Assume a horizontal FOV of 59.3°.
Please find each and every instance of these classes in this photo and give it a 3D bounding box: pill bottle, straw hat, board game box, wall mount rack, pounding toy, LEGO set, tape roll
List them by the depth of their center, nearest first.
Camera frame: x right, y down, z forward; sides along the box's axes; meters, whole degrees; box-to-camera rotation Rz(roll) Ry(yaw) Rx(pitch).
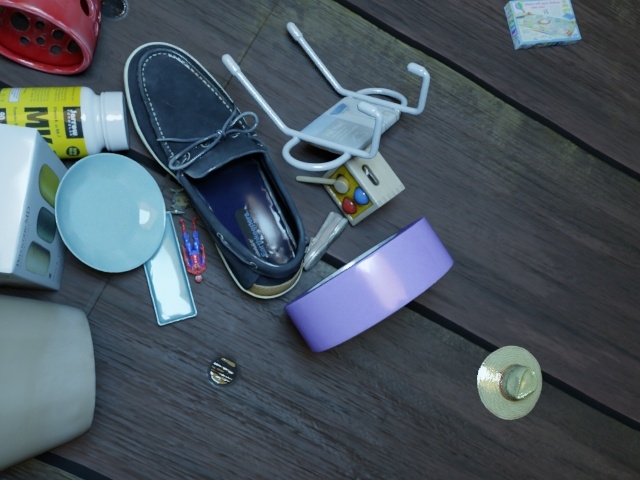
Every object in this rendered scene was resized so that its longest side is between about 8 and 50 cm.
[{"bbox_3d":[0.077,0.071,0.922,0.275,0.275,0.090,-33,89,-16],"label":"tape roll"},{"bbox_3d":[-0.433,-0.196,0.938,0.209,0.119,0.119,-6,81,-13],"label":"pill bottle"},{"bbox_3d":[0.013,-0.266,1.000,0.304,0.130,0.350,22,42,21],"label":"wall mount rack"},{"bbox_3d":[-0.244,-0.076,1.013,0.083,0.023,0.054,-33,91,-29],"label":"LEGO set"},{"bbox_3d":[0.051,-0.106,1.035,0.100,0.130,0.141,-36,89,-28],"label":"pounding toy"},{"bbox_3d":[0.375,0.269,1.064,0.144,0.061,0.144,2,80,-13],"label":"straw hat"},{"bbox_3d":[0.492,-0.482,1.245,0.154,0.026,0.103,-9,82,-14],"label":"board game box"}]

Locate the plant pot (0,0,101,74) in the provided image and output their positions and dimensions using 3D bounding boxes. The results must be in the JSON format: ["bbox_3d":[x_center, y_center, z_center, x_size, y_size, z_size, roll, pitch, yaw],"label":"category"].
[{"bbox_3d":[-0.458,-0.402,0.935,0.191,0.191,0.174,13,75,-10],"label":"plant pot"}]

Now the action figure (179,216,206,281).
[{"bbox_3d":[-0.225,0.017,0.994,0.038,0.030,0.115,-10,84,-19],"label":"action figure"}]

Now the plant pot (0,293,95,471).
[{"bbox_3d":[-0.478,0.199,0.781,0.280,0.323,0.323,-1,79,-33],"label":"plant pot"}]

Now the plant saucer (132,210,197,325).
[{"bbox_3d":[-0.272,0.048,0.982,0.067,0.018,0.192,-14,84,-15],"label":"plant saucer"}]

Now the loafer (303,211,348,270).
[{"bbox_3d":[0.000,0.000,1.042,0.039,0.045,0.125,36,73,14],"label":"loafer"}]

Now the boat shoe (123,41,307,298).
[{"bbox_3d":[-0.171,-0.137,0.959,0.187,0.156,0.500,-27,85,-23],"label":"boat shoe"}]

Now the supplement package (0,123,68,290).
[{"bbox_3d":[-0.497,-0.041,0.820,0.198,0.263,0.199,7,79,-11],"label":"supplement package"}]

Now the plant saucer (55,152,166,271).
[{"bbox_3d":[-0.346,-0.044,0.921,0.195,0.037,0.195,6,82,-50],"label":"plant saucer"}]
